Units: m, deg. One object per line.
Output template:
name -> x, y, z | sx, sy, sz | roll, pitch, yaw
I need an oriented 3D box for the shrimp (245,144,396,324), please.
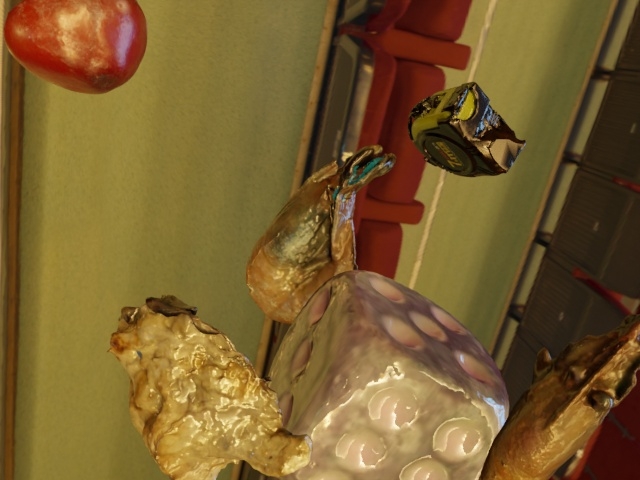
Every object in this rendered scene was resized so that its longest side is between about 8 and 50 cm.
shrimp -> 0.000, 0.000, 1.090 | 0.221, 0.110, 0.446 | 38, 116, 8

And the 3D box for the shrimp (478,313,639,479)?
shrimp -> 0.199, 0.117, 0.436 | 0.117, 0.066, 0.262 | -23, 144, -49

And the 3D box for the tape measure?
tape measure -> 0.261, -0.207, 1.026 | 0.199, 0.186, 0.112 | 41, 75, -23

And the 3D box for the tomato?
tomato -> -0.277, -0.221, 0.639 | 0.159, 0.139, 0.091 | -17, 78, -13

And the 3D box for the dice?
dice -> 0.083, 0.227, 0.799 | 0.270, 0.271, 0.270 | 28, 108, -15

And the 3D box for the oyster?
oyster -> -0.095, 0.127, 0.423 | 0.190, 0.081, 0.164 | 7, 116, 20
